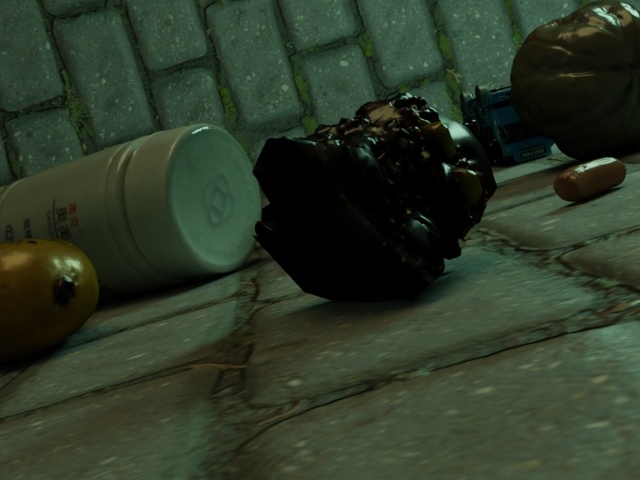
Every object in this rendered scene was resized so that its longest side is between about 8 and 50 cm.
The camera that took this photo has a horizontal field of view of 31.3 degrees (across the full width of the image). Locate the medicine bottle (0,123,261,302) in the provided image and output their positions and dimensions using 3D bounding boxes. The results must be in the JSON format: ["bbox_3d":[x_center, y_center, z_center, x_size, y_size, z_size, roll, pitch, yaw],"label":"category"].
[{"bbox_3d":[-0.250,-0.024,1.456,0.332,0.190,0.190,-14,6,35],"label":"medicine bottle"}]

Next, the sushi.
[{"bbox_3d":[0.051,-0.039,0.883,0.150,0.153,0.172,-41,-6,-23],"label":"sushi"}]

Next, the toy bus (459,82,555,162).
[{"bbox_3d":[0.309,-0.197,1.863,0.113,0.134,0.246,-14,4,-2],"label":"toy bus"}]

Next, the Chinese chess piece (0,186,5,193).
[{"bbox_3d":[-0.431,0.018,1.584,0.083,0.188,0.188,7,17,31],"label":"Chinese chess piece"}]

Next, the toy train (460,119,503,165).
[{"bbox_3d":[0.089,-0.080,1.493,0.296,0.100,0.160,-18,3,-15],"label":"toy train"}]

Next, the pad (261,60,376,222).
[{"bbox_3d":[0.048,-0.116,1.626,0.250,0.055,0.323,-8,-36,-47],"label":"pad"}]

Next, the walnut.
[{"bbox_3d":[0.349,-0.204,1.462,0.224,0.224,0.224,-16,5,1],"label":"walnut"}]

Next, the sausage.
[{"bbox_3d":[0.257,-0.059,1.088,0.083,0.034,0.034,-19,6,-36],"label":"sausage"}]

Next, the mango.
[{"bbox_3d":[-0.331,0.060,1.192,0.177,0.120,0.295,-17,5,-31],"label":"mango"}]
